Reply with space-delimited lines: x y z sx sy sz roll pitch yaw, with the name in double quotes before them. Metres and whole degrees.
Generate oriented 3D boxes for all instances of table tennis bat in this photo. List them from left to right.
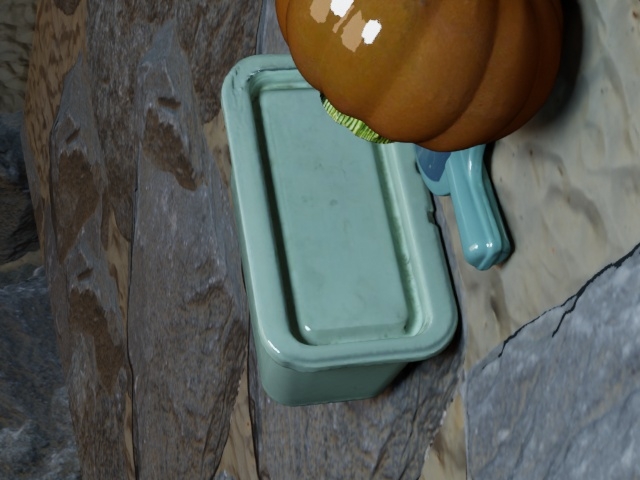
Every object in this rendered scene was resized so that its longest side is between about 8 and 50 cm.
"table tennis bat" 0.116 -0.080 1.212 0.149 0.038 0.237 119 148 -51

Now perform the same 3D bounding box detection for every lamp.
"lamp" 0.074 -0.165 1.061 0.196 0.223 0.223 -56 37 33

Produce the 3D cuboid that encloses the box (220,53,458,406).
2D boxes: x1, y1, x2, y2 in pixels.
"box" 0.000 0.000 1.348 0.182 0.175 0.312 112 151 -62
